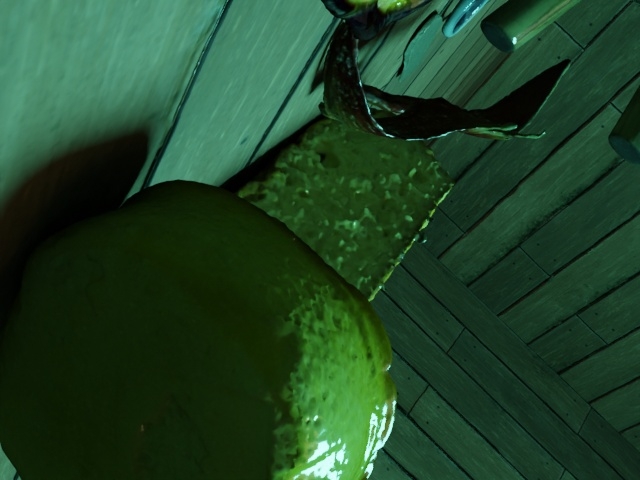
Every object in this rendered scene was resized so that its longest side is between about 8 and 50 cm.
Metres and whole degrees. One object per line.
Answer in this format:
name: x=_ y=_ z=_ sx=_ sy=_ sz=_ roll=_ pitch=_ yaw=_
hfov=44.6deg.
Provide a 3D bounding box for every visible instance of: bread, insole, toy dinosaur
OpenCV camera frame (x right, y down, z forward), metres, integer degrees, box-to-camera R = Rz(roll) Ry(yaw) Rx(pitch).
bread: x=0.000 y=0.000 z=0.882 sx=0.340 sy=0.194 sz=0.179 roll=-47 pitch=170 yaw=-44
bread: x=-0.090 y=0.098 z=0.522 sx=0.270 sy=0.270 sz=0.148 roll=-48 pitch=171 yaw=29
insole: x=0.131 y=-0.258 z=1.046 sx=0.063 sy=0.010 sz=0.192 roll=-45 pitch=177 yaw=-7
toy dinosaur: x=0.140 y=-0.157 z=0.789 sx=0.206 sy=0.327 sz=0.113 roll=-132 pitch=-131 yaw=-65

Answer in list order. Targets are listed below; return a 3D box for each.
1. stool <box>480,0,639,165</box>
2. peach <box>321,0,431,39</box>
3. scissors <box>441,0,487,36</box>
stool: x=0.371 y=-0.274 z=0.894 sx=0.226 sy=0.310 sz=0.310 roll=-45 pitch=173 yaw=-2
peach: x=0.076 y=-0.219 z=0.404 sx=0.189 sy=0.068 sz=0.279 roll=-33 pitch=170 yaw=-41
scissors: x=0.263 y=-0.395 z=0.909 sx=0.256 sy=0.029 sz=0.383 roll=-46 pitch=176 yaw=-10
